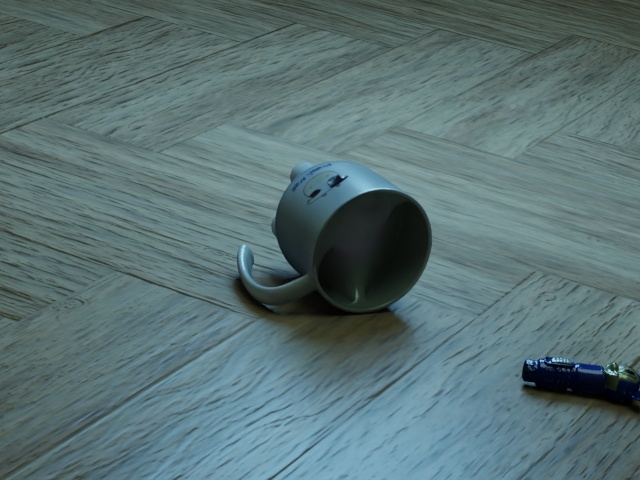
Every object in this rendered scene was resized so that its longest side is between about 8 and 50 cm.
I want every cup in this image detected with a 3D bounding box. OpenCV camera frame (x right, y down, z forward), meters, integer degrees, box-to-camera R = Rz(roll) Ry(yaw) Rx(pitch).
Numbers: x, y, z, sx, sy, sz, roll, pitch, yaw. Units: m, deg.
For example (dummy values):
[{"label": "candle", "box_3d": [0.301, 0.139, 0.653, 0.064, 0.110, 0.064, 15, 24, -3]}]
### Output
[{"label": "cup", "box_3d": [0.010, 0.003, 1.917, 0.134, 0.173, 0.142, 32, 4, -35]}]

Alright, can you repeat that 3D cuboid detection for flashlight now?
[{"label": "flashlight", "box_3d": [0.253, 0.128, 1.773, 0.121, 0.035, 0.057, 9, 23, 2]}]
